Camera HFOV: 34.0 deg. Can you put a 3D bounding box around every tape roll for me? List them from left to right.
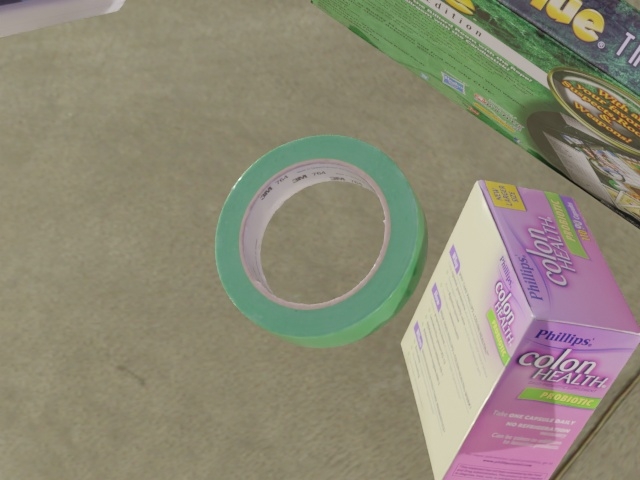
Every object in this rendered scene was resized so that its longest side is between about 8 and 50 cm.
[{"bbox_3d":[0.000,0.000,1.591,0.321,0.077,0.321,-6,70,16],"label":"tape roll"}]

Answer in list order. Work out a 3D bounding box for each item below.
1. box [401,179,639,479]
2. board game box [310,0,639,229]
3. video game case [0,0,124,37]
[{"bbox_3d":[0.193,0.102,1.080,0.117,0.214,0.243,9,126,-15],"label":"box"},{"bbox_3d":[0.107,-0.050,0.402,0.259,0.136,0.030,35,87,2],"label":"board game box"},{"bbox_3d":[-0.242,-0.196,0.669,0.183,0.201,0.023,37,114,3],"label":"video game case"}]
